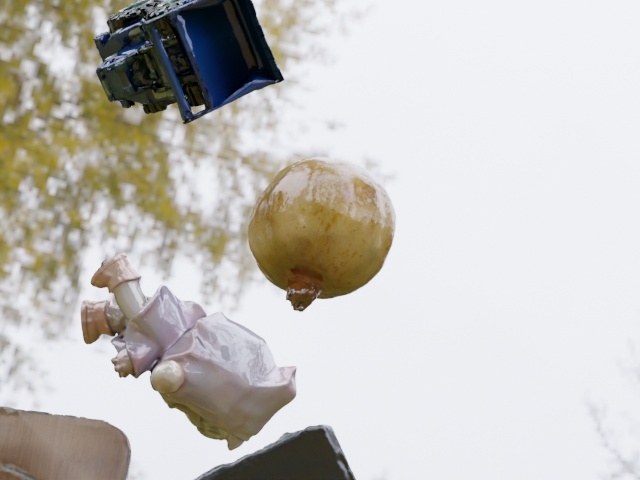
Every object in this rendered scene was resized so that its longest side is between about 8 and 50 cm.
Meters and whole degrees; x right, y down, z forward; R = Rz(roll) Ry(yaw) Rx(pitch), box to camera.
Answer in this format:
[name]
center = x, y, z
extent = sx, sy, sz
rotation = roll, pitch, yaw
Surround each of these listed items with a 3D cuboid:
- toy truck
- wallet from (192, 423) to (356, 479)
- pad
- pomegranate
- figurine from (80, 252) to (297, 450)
[toy truck]
center = -0.144, -0.185, 1.527
extent = 0.208, 0.126, 0.113
rotation = -4, -66, 47
[wallet]
center = 0.000, 0.290, 1.179
extent = 0.146, 0.285, 0.030
rotation = -26, -16, 1
[pad]
center = -0.319, 0.246, 1.337
extent = 0.284, 0.286, 0.018
rotation = 7, -52, -3
[pomegranate]
center = 0.003, -0.014, 2.098
extent = 0.207, 0.207, 0.207
rotation = 9, -27, 4
[figurine]
center = -0.159, 0.130, 1.788
extent = 0.276, 0.133, 0.200
rotation = 35, 1, 8
